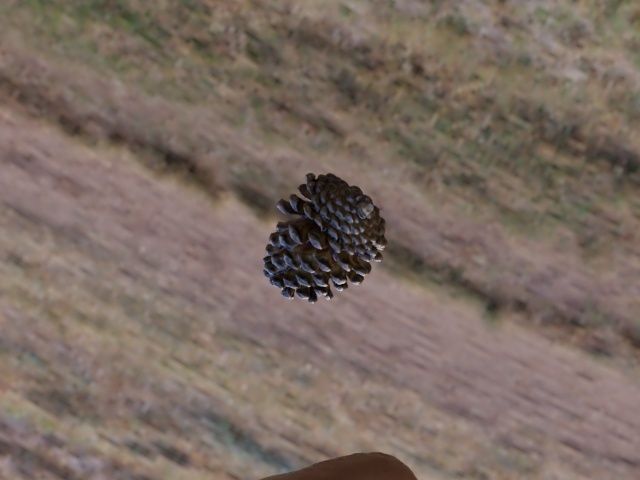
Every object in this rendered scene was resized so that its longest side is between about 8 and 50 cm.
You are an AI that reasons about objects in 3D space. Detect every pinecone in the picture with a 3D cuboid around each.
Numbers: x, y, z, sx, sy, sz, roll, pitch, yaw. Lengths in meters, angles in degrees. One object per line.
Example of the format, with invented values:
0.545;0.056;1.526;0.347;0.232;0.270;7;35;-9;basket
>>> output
0.000;0.001;1.307;0.102;0.109;0.102;40;-175;-4;pinecone

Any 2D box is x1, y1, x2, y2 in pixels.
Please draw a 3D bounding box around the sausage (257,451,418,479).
-0.046;0.145;0.691;0.079;0.087;0.327;43;-161;22;sausage
